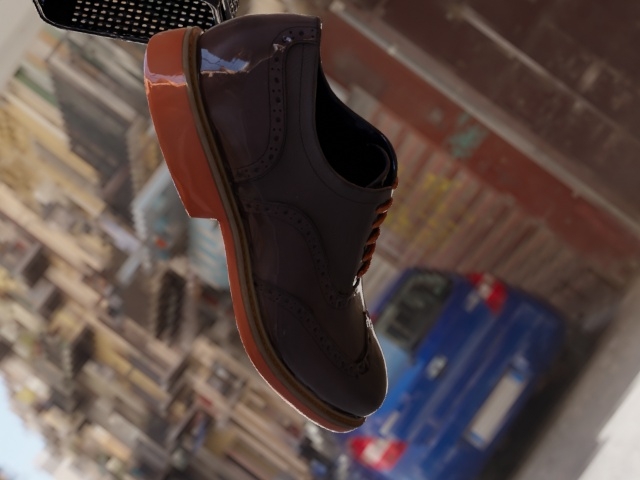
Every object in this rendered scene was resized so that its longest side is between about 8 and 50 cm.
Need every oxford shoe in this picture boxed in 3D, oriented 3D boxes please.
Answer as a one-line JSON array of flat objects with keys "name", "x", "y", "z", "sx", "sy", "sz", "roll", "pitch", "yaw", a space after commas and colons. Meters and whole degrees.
[{"name": "oxford shoe", "x": 0.000, "y": 0.000, "z": 0.876, "sx": 0.098, "sy": 0.271, "sz": 0.097, "roll": -13, "pitch": 41, "yaw": 13}]

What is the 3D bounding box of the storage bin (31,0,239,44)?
[{"name": "storage bin", "x": -0.165, "y": -0.239, "z": 1.497, "sx": 0.122, "sy": 0.180, "sz": 0.084, "roll": 80, "pitch": -159, "yaw": -71}]
